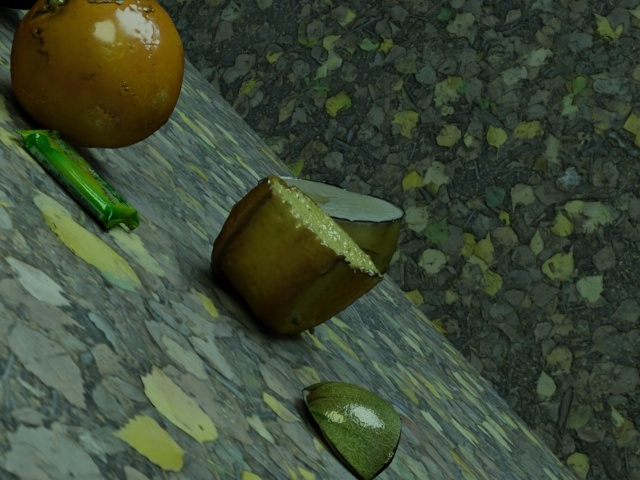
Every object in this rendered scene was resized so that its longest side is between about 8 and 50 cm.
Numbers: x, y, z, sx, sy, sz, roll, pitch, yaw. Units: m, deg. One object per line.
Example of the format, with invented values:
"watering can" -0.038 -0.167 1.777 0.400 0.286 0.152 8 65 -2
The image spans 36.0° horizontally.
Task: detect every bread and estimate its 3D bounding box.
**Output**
"bread" -0.044 0.039 1.463 0.194 0.179 0.340 48 6 16

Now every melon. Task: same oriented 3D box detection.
"melon" 0.040 0.221 1.259 0.128 0.079 0.160 42 8 -21

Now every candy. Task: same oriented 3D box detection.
"candy" -0.309 -0.081 1.265 0.178 0.032 0.102 45 8 9

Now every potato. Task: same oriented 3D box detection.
"potato" 0.000 0.000 1.958 0.300 0.196 0.246 17 17 11

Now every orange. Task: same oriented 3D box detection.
"orange" -0.311 -0.244 1.389 0.246 0.246 0.246 43 7 -7

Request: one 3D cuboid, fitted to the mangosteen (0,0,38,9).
"mangosteen" -0.554 -0.620 1.745 0.435 0.382 0.382 37 5 17
